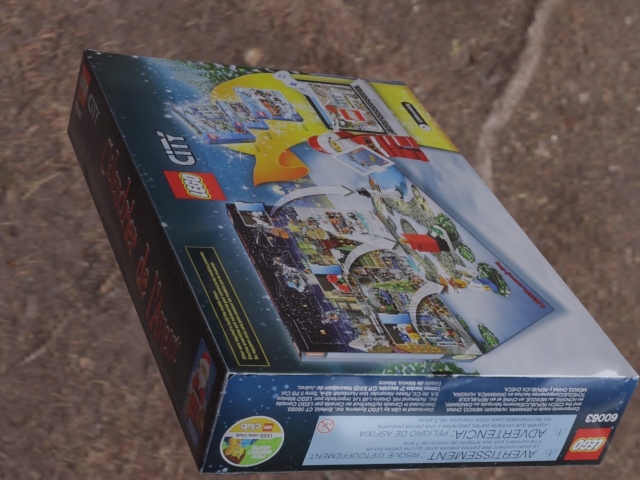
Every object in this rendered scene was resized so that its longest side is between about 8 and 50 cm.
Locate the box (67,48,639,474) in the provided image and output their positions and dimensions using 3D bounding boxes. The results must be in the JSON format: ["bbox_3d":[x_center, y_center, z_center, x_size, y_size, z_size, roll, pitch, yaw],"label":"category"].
[{"bbox_3d":[0.000,0.000,0.580,0.159,0.233,0.044,2,122,-24],"label":"box"}]
